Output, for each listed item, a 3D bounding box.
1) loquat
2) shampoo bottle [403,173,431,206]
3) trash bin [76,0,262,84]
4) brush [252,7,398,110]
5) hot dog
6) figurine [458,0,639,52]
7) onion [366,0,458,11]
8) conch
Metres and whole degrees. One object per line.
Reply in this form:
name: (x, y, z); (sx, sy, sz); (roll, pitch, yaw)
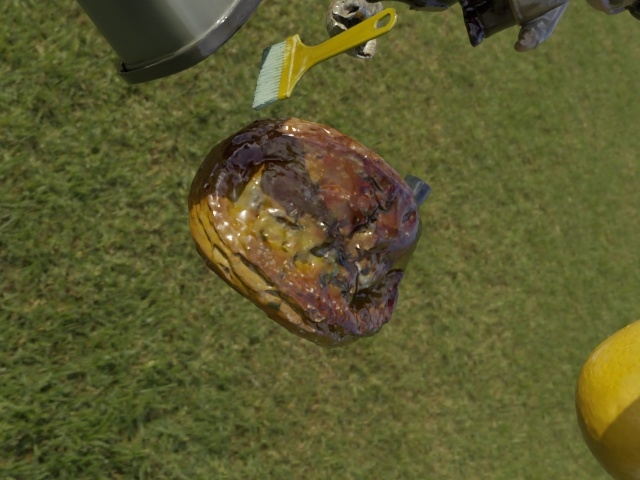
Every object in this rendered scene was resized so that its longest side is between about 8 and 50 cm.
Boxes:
loquat: (0.489, 0.228, 1.149); (0.275, 0.275, 0.275); (27, 55, -46)
shampoo bottle: (0.115, -0.015, 1.532); (0.049, 0.087, 0.233); (37, 90, -18)
trash bin: (-0.201, -0.345, 0.927); (0.250, 0.220, 0.219); (51, 57, -30)
brush: (0.003, -0.203, 0.889); (0.011, 0.205, 0.083); (28, 60, -40)
hot dog: (0.000, 0.000, 1.146); (0.387, 0.174, 0.267); (35, 78, -39)
figurine: (0.377, -0.389, 1.166); (0.206, 0.365, 0.218); (-96, 165, -76)
onion: (0.153, -0.495, 1.376); (0.281, 0.281, 0.221); (-13, 107, -56)
conch: (0.077, -0.466, 1.787); (0.155, 0.130, 0.207); (56, 17, -4)
